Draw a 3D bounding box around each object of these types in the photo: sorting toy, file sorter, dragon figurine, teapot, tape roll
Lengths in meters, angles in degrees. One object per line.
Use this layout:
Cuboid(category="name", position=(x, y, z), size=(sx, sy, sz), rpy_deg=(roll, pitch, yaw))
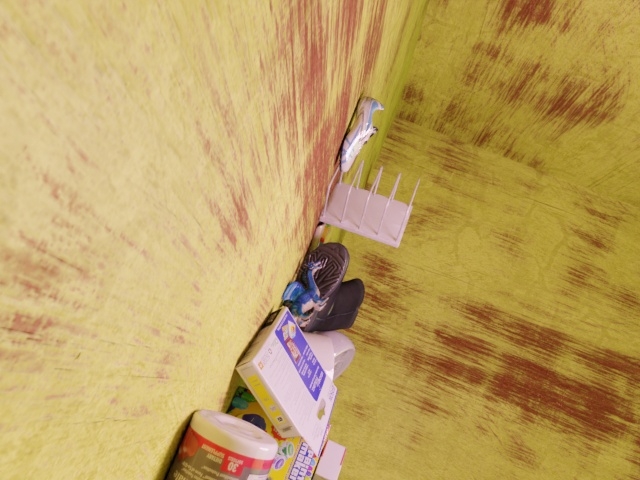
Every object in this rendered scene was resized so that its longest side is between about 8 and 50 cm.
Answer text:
Cuboid(category="sorting toy", position=(0.000, 0.000, 2.027), size=(0.208, 0.038, 0.192), rpy_deg=(-57, 168, -66))
Cuboid(category="file sorter", position=(0.164, -0.141, 1.853), size=(0.173, 0.278, 0.192), rpy_deg=(100, 12, -49))
Cuboid(category="dragon figurine", position=(-0.074, 0.187, 1.757), size=(0.289, 0.144, 0.085), rpy_deg=(-43, 165, -28))
Cuboid(category="teapot", position=(-0.005, 0.433, 2.180), size=(0.253, 0.187, 0.256), rpy_deg=(-38, 152, -17))
Cuboid(category="tape roll", position=(-0.075, 0.410, 1.784), size=(0.246, 0.169, 0.245), rpy_deg=(-169, -90, -73))

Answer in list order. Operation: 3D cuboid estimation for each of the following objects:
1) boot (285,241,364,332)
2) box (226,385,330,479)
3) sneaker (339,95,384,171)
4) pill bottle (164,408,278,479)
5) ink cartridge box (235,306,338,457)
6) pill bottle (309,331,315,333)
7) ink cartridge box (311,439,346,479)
Cuboid(category="boot", position=(0.067, 0.178, 2.067), size=(0.366, 0.146, 0.445), rpy_deg=(-58, 153, 12))
Cuboid(category="box", position=(-0.156, 0.602, 1.559), size=(0.177, 0.279, 0.289), rpy_deg=(101, 11, -67))
Cuboid(category="sneaker", position=(0.118, -0.312, 1.687), size=(0.085, 0.086, 0.237), rpy_deg=(-53, 165, -78))
Cuboid(category="pill bottle", position=(-0.217, 0.497, 1.045), size=(0.176, 0.177, 0.318), rpy_deg=(84, 28, -80))
Cuboid(category="ink cartridge box", position=(-0.077, 0.374, 1.511), size=(0.072, 0.307, 0.303), rpy_deg=(-25, -168, 18))
Cuboid(category="pill bottle", position=(-0.081, 0.416, 2.330), size=(0.146, 0.146, 0.263), rpy_deg=(99, 14, -70))
Cuboid(category="ink cartridge box", position=(0.012, 0.647, 1.569), size=(0.109, 0.063, 0.150), rpy_deg=(-63, 173, -49))
